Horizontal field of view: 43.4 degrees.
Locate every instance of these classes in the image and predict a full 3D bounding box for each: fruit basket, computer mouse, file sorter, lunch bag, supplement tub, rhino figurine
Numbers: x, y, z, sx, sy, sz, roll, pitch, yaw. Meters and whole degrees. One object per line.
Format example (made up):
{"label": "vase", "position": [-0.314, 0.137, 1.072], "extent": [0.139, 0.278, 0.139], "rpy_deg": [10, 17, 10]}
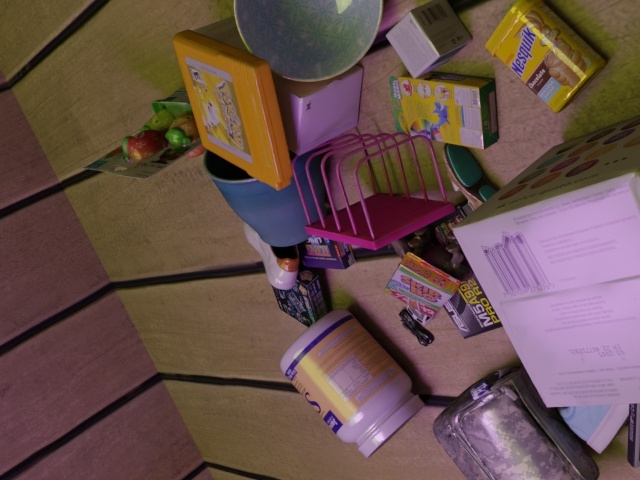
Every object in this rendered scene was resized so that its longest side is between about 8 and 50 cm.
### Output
{"label": "fruit basket", "position": [-0.404, -0.270, 2.082], "extent": [0.327, 0.353, 0.165], "rpy_deg": [13, 127, 47]}
{"label": "computer mouse", "position": [0.241, 0.164, 1.900], "extent": [0.106, 0.042, 0.193], "rpy_deg": [46, 150, 25]}
{"label": "file sorter", "position": [0.095, -0.118, 1.670], "extent": [0.291, 0.202, 0.182], "rpy_deg": [14, 125, 61]}
{"label": "lunch bag", "position": [0.422, 0.424, 1.715], "extent": [0.305, 0.213, 0.256], "rpy_deg": [53, 149, 8]}
{"label": "supplement tub", "position": [0.083, 0.367, 2.074], "extent": [0.331, 0.241, 0.241], "rpy_deg": [47, 144, 16]}
{"label": "rhino figurine", "position": [0.222, 0.032, 1.681], "extent": [0.243, 0.073, 0.106], "rpy_deg": [10, 134, 51]}

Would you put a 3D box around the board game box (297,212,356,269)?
{"label": "board game box", "position": [0.000, 0.000, 2.061], "extent": [0.170, 0.048, 0.141], "rpy_deg": [2, 117, 51]}

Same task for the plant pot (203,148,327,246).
{"label": "plant pot", "position": [-0.106, -0.132, 1.919], "extent": [0.272, 0.271, 0.255], "rpy_deg": [22, 146, 41]}

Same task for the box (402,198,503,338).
{"label": "box", "position": [0.316, 0.063, 1.708], "extent": [0.270, 0.060, 0.216], "rpy_deg": [58, 145, 0]}

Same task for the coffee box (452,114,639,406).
{"label": "coffee box", "position": [0.480, 0.016, 1.226], "extent": [0.338, 0.334, 0.338], "rpy_deg": [-19, 103, 54]}

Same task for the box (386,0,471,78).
{"label": "box", "position": [0.198, -0.373, 1.476], "extent": [0.102, 0.101, 0.087], "rpy_deg": [57, 146, 1]}

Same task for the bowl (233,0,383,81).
{"label": "bowl", "position": [-0.025, -0.475, 1.596], "extent": [0.156, 0.290, 0.289], "rpy_deg": [-95, -10, -67]}

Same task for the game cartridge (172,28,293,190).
{"label": "game cartridge", "position": [-0.185, -0.275, 1.691], "extent": [0.324, 0.053, 0.285], "rpy_deg": [33, 144, 46]}

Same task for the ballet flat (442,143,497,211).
{"label": "ballet flat", "position": [0.300, -0.101, 1.592], "extent": [0.206, 0.073, 0.067], "rpy_deg": [54, 148, 8]}

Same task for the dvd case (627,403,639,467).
{"label": "dvd case", "position": [0.626, 0.281, 1.406], "extent": [0.029, 0.179, 0.238], "rpy_deg": [-117, 14, -61]}

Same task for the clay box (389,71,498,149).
{"label": "clay box", "position": [0.236, -0.259, 1.562], "extent": [0.222, 0.053, 0.127], "rpy_deg": [21, 132, 43]}

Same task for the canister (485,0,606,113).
{"label": "canister", "position": [0.373, -0.310, 1.336], "extent": [0.170, 0.073, 0.126], "rpy_deg": [48, 145, 12]}

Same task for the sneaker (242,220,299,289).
{"label": "sneaker", "position": [-0.118, -0.013, 2.116], "extent": [0.290, 0.106, 0.123], "rpy_deg": [59, 141, 38]}

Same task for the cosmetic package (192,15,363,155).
{"label": "cosmetic package", "position": [-0.105, -0.359, 1.781], "extent": [0.365, 0.197, 0.155], "rpy_deg": [37, 139, 30]}

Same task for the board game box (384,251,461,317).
{"label": "board game box", "position": [0.211, 0.097, 1.699], "extent": [0.124, 0.039, 0.259], "rpy_deg": [30, 161, 5]}

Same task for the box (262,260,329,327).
{"label": "box", "position": [-0.061, 0.145, 2.207], "extent": [0.175, 0.051, 0.220], "rpy_deg": [28, 149, 36]}

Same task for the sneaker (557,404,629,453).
{"label": "sneaker", "position": [0.539, 0.263, 1.525], "extent": [0.150, 0.135, 0.365], "rpy_deg": [35, 139, 25]}
